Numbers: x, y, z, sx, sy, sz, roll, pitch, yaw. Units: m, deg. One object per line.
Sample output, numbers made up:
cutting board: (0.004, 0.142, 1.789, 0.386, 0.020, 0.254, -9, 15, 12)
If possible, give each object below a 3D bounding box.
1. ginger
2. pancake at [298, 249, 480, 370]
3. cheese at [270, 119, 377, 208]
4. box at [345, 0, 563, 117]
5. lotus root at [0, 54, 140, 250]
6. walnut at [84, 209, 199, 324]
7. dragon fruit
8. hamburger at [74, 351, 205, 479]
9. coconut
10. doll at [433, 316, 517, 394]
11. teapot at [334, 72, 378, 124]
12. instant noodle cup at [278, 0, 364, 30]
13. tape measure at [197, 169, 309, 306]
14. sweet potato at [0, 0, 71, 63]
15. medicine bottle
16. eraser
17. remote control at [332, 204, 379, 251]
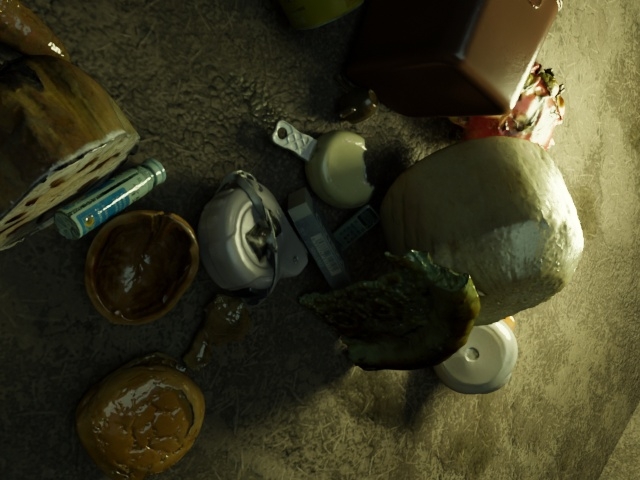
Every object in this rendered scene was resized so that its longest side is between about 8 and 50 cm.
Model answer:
ginger: (-0.190, 0.177, 0.951, 0.096, 0.067, 0.165, 27, 95, -34)
pancake: (0.148, 0.163, 0.998, 0.304, 0.426, 0.067, 36, 52, -19)
cheese: (0.005, -0.149, 1.022, 0.248, 0.070, 0.164, 0, 97, -34)
box: (0.240, -0.394, 0.983, 0.239, 0.339, 0.230, 24, 87, -35)
lotus root: (-0.396, -0.124, 0.667, 0.272, 0.272, 0.192, -41, 107, -22)
walnut: (-0.296, 0.033, 0.831, 0.167, 0.087, 0.211, 29, 102, -23)
dragon fruit: (0.415, -0.305, 1.164, 0.291, 0.250, 0.269, 31, 83, -49)
hamburger: (-0.308, 0.302, 0.870, 0.213, 0.108, 0.214, -7, 104, -29)
coconut: (0.330, -0.039, 1.072, 0.416, 0.415, 0.345, -57, 145, -13)
doll: (0.413, 0.285, 1.322, 0.251, 0.221, 0.221, -46, 122, 7)
teapot: (0.065, -0.299, 1.037, 0.085, 0.080, 0.111, -39, 106, -55)
instant noodle cup: (-0.024, -0.514, 0.875, 0.215, 0.215, 0.236, -40, 124, -22)
tape measure: (-0.132, 0.003, 0.907, 0.236, 0.120, 0.197, 62, 37, -23)
sweet potato: (-0.496, -0.335, 0.645, 0.341, 0.092, 0.114, 13, 115, -35)
medicine bottle: (-0.323, -0.070, 0.782, 0.191, 0.051, 0.051, -49, 124, -47)
eraser: (0.000, 0.000, 1.027, 0.046, 0.092, 0.213, -24, 116, 10)
remote control: (0.071, -0.025, 1.092, 0.124, 0.018, 0.053, -39, 119, 6)
